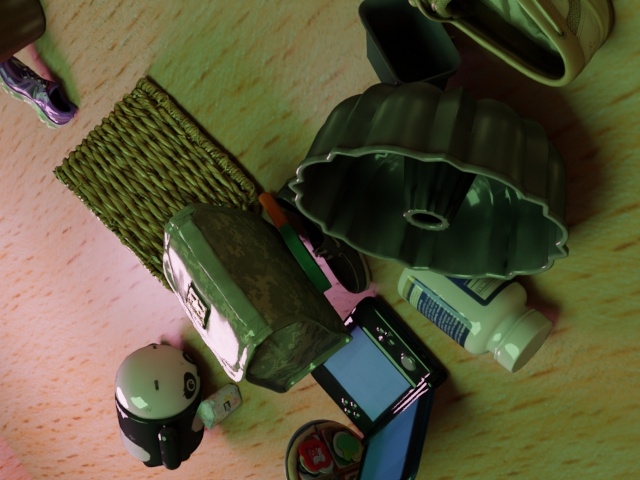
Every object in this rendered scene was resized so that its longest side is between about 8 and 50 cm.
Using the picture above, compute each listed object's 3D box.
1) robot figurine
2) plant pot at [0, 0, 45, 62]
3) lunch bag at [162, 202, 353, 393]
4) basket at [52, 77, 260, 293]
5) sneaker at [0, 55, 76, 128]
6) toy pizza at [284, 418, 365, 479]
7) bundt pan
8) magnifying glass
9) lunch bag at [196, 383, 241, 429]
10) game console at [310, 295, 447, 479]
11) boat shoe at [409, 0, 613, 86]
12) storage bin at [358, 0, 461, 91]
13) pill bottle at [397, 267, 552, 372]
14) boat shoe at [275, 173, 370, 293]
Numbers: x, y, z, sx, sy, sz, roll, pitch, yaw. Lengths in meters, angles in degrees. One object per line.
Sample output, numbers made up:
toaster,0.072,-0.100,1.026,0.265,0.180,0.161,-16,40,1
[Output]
robot figurine,-0.311,0.328,2.476,0.209,0.173,0.278,29,140,25
plant pot,-0.574,-0.370,2.154,0.167,0.165,0.167,33,143,29
lunch bag,-0.107,0.080,1.834,0.235,0.169,0.287,54,-173,21
basket,-0.244,-0.077,2.078,0.299,0.223,0.213,43,179,16
sneaker,-0.502,-0.276,2.244,0.170,0.068,0.071,41,137,-20
toy pizza,0.030,0.385,2.069,0.201,0.201,0.032,52,133,2
bundt pan,0.136,-0.076,1.467,0.330,0.124,0.331,13,158,5
magnifying glass,-0.042,-0.002,1.863,0.092,0.026,0.231,54,-177,-41
lunch bag,-0.192,0.314,2.397,0.053,0.071,0.083,46,146,15
game console,0.059,0.271,1.942,0.250,0.173,0.293,48,147,8
boat shoe,0.143,-0.288,1.308,0.341,0.110,0.122,35,142,7
storage bin,0.107,-0.219,1.496,0.091,0.098,0.135,92,155,-61
pill bottle,0.203,0.082,1.638,0.186,0.112,0.112,40,145,21
boat shoe,0.000,0.000,1.862,0.075,0.065,0.206,-13,111,53
